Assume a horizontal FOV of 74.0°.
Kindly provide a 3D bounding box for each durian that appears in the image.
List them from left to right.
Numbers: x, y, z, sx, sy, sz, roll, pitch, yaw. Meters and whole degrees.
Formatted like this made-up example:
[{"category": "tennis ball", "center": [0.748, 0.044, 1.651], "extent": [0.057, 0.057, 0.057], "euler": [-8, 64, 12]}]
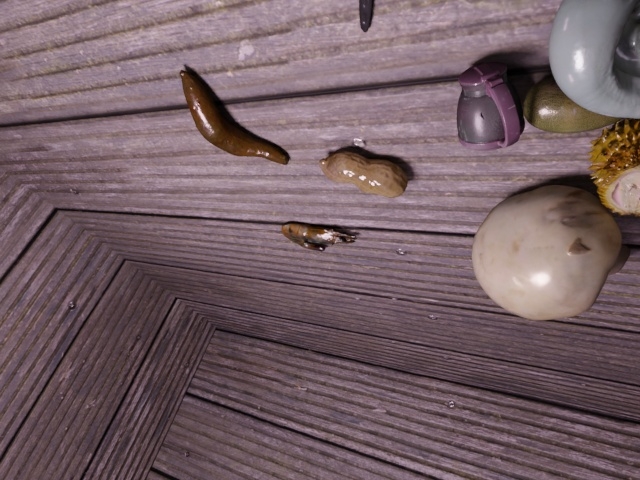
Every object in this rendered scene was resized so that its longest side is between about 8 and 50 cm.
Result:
[{"category": "durian", "center": [0.575, -0.134, 0.740], "extent": [0.183, 0.137, 0.250], "euler": [-36, 134, 23]}]

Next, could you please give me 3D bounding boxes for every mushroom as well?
[{"category": "mushroom", "center": [0.537, 0.037, 0.959], "extent": [0.336, 0.314, 0.314], "euler": [9, 158, -24]}]

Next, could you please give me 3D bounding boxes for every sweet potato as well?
[{"category": "sweet potato", "center": [-0.236, -0.279, 1.087], "extent": [0.346, 0.079, 0.108], "euler": [35, 137, -31]}]

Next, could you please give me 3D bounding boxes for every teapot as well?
[{"category": "teapot", "center": [0.291, -0.233, 0.748], "extent": [0.116, 0.148, 0.146], "euler": [-2, 132, 31]}]

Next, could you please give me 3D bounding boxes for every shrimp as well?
[{"category": "shrimp", "center": [0.000, 0.000, 1.461], "extent": [0.296, 0.058, 0.169], "euler": [10, 158, 27]}]

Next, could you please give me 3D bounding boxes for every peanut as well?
[{"category": "peanut", "center": [0.103, -0.165, 1.051], "extent": [0.228, 0.085, 0.104], "euler": [19, 163, 8]}]

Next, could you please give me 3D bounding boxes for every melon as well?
[{"category": "melon", "center": [0.425, -0.228, 0.702], "extent": [0.162, 0.099, 0.099], "euler": [4, 148, 20]}]

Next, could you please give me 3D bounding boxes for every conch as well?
[{"category": "conch", "center": [0.414, -0.269, 0.590], "extent": [0.221, 0.185, 0.121], "euler": [47, -172, -21]}]

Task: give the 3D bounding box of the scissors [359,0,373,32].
[{"category": "scissors", "center": [0.074, -0.431, 0.668], "extent": [0.088, 0.017, 0.220], "euler": [15, 153, 11]}]
